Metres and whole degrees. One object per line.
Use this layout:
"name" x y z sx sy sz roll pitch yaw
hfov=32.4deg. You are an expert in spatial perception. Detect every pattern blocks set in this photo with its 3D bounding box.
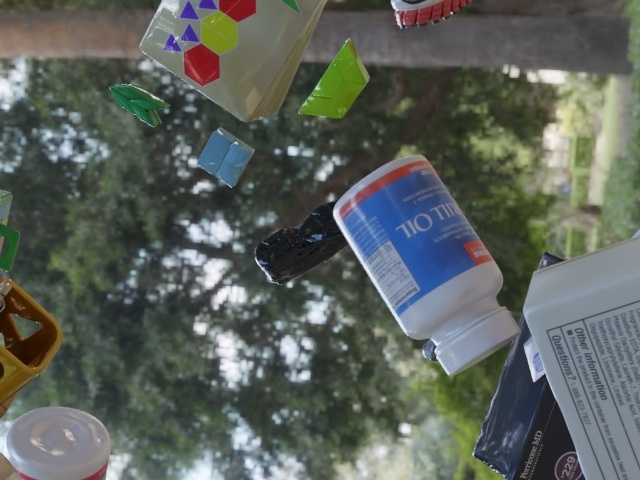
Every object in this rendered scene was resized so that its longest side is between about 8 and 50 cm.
"pattern blocks set" -0.079 -0.222 1.066 0.325 0.285 0.026 -46 3 29

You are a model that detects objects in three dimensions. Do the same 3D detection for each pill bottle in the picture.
"pill bottle" -0.466 0.462 1.900 0.176 0.176 0.319 -62 -14 -63
"pill bottle" 0.119 0.029 1.185 0.222 0.124 0.124 58 -175 13

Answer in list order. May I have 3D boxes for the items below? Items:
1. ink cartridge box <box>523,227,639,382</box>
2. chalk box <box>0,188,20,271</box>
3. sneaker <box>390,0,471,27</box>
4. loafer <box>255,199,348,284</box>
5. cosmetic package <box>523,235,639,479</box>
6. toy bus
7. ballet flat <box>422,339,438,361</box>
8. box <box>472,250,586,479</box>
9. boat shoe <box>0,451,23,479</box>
"ink cartridge box" 0.274 0.063 0.977 0.207 0.097 0.046 121 146 -51
"chalk box" -0.555 -0.019 1.668 0.132 0.213 0.132 -63 -8 -76
"sneaker" 0.164 -0.318 1.193 0.225 0.088 0.093 -36 -66 -23
"loafer" 0.000 0.000 1.426 0.061 0.170 0.062 63 -177 -47
"cosmetic package" 0.293 0.050 0.650 0.113 0.309 0.160 -39 -72 -73
"toy bus" -0.358 0.136 1.134 0.191 0.104 0.202 -49 16 -15
"ballet flat" 0.201 0.141 1.572 0.041 0.114 0.041 58 168 21
"box" 0.317 0.167 1.300 0.261 0.184 0.103 -71 20 3
"boat shoe" -0.351 0.269 0.833 0.302 0.098 0.109 -31 -6 -35
